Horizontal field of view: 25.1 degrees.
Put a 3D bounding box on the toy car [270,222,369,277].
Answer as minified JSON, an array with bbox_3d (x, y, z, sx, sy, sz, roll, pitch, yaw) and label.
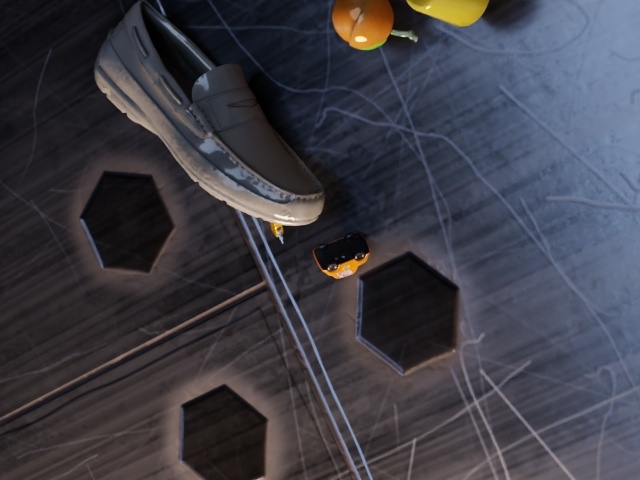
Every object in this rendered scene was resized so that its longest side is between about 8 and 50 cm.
[{"bbox_3d":[0.000,0.000,1.544,0.122,0.060,0.040,41,157,35],"label":"toy car"}]

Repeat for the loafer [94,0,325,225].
[{"bbox_3d":[-0.114,-0.136,1.534,0.319,0.112,0.111,39,120,18],"label":"loafer"}]

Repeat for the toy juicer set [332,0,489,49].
[{"bbox_3d":[0.063,-0.346,1.449,0.209,0.090,0.329,-24,72,48],"label":"toy juicer set"}]
